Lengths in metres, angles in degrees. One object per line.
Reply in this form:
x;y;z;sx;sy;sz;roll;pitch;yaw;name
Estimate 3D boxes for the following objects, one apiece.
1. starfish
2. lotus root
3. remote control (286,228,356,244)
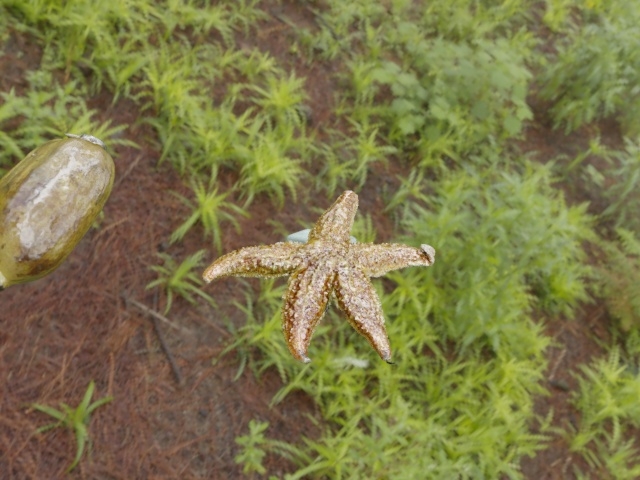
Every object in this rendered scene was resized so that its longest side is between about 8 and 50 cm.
0.003;0.032;0.880;0.240;0.043;0.227;-3;41;-6;starfish
-0.370;-0.032;1.160;0.128;0.145;0.260;42;62;-25;lotus root
0.000;0.000;1.375;0.053;0.124;0.018;-22;110;-36;remote control
